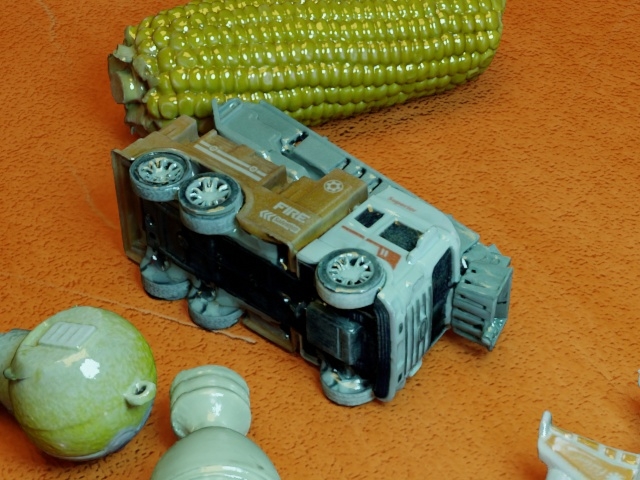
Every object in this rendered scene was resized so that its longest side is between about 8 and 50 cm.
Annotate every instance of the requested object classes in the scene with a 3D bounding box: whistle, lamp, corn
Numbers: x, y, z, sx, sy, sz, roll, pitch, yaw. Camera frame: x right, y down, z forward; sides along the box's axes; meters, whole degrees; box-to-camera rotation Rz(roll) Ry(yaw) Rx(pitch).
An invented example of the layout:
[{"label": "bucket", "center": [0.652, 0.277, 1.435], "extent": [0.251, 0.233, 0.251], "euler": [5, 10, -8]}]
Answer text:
[{"label": "whistle", "center": [-0.211, 0.113, 1.328], "extent": [0.223, 0.123, 0.123], "euler": [3, 38, 38]}, {"label": "lamp", "center": [-0.078, 0.169, 1.252], "extent": [0.106, 0.106, 0.193], "euler": [-3, 33, -2]}, {"label": "corn", "center": [-0.006, -0.174, 1.597], "extent": [0.387, 0.144, 0.144], "euler": [-10, 43, -13]}]

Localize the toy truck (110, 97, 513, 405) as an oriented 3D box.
[{"label": "toy truck", "center": [0.000, 0.000, 1.404], "extent": [0.338, 0.133, 0.184], "euler": [28, 50, 29]}]

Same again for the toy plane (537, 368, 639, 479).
[{"label": "toy plane", "center": [0.276, 0.170, 1.223], "extent": [0.245, 0.117, 0.244], "euler": [0, 42, 0]}]
